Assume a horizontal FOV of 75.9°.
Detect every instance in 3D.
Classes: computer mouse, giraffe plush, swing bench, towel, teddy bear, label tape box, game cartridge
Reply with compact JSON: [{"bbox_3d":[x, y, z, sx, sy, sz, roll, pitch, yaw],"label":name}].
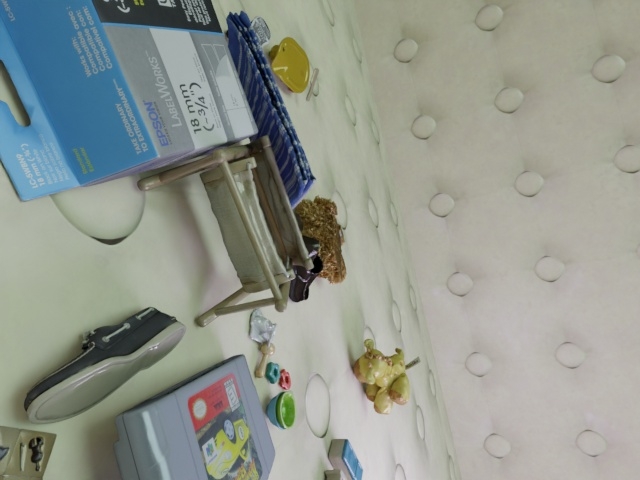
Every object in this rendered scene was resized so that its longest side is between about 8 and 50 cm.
[{"bbox_3d":[-0.178,-0.505,1.040,0.106,0.042,0.193,57,34,-32],"label":"computer mouse"},{"bbox_3d":[0.177,0.399,1.246,0.170,0.210,0.181,31,13,-30],"label":"giraffe plush"},{"bbox_3d":[-0.129,-0.032,0.713,0.255,0.165,0.254,-52,125,-64],"label":"swing bench"},{"bbox_3d":[-0.116,-0.223,0.797,0.336,0.040,0.243,68,-19,4],"label":"towel"},{"bbox_3d":[0.000,0.000,1.128,0.338,0.112,0.245,-90,163,-49],"label":"teddy bear"},{"bbox_3d":[-0.248,-0.215,0.533,0.333,0.105,0.241,-40,115,-56],"label":"label tape box"},{"bbox_3d":[-0.144,0.280,0.557,0.294,0.060,0.196,14,60,-78],"label":"game cartridge"}]

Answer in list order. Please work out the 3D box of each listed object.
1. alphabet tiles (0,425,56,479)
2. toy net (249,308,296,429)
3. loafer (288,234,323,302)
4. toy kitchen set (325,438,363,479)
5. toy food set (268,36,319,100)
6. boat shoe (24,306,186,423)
[{"bbox_3d":[-0.326,0.193,0.306,0.237,0.009,0.199,50,34,-50],"label":"alphabet tiles"},{"bbox_3d":[-0.085,0.248,0.822,0.122,0.045,0.233,3,75,-68],"label":"toy net"},{"bbox_3d":[-0.033,0.072,0.930,0.220,0.078,0.080,92,1,-53],"label":"loafer"},{"bbox_3d":[0.100,0.574,0.925,0.207,0.165,0.122,-63,135,-58],"label":"toy kitchen set"},{"bbox_3d":[-0.094,-0.511,1.229,0.217,0.071,0.128,19,84,-63],"label":"toy food set"},{"bbox_3d":[-0.251,0.135,0.482,0.065,0.075,0.206,37,23,12],"label":"boat shoe"}]
